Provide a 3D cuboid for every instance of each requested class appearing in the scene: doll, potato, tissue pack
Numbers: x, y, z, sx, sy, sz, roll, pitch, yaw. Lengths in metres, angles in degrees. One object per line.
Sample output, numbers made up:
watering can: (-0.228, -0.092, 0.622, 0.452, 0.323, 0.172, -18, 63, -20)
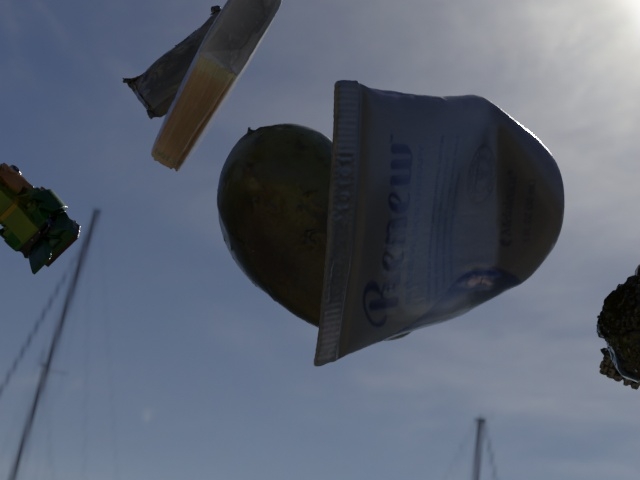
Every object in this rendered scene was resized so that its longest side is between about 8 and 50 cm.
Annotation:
doll: (-0.469, -0.041, 2.040, 0.106, 0.186, 0.134, -41, -3, 22)
potato: (0.000, 0.000, 1.515, 0.307, 0.173, 0.210, 41, -48, 23)
tissue pack: (-0.154, -0.236, 1.847, 0.071, 0.170, 0.325, 29, -27, -8)

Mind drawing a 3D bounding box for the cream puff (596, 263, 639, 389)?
cream puff: (0.324, 0.073, 1.135, 0.183, 0.169, 0.183, 47, 2, -3)

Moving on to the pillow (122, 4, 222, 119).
pillow: (-0.238, -0.326, 2.377, 0.169, 0.255, 0.059, 46, -8, 43)

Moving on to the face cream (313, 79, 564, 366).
face cream: (0.110, -0.029, 1.213, 0.137, 0.235, 0.420, 11, 10, 31)
